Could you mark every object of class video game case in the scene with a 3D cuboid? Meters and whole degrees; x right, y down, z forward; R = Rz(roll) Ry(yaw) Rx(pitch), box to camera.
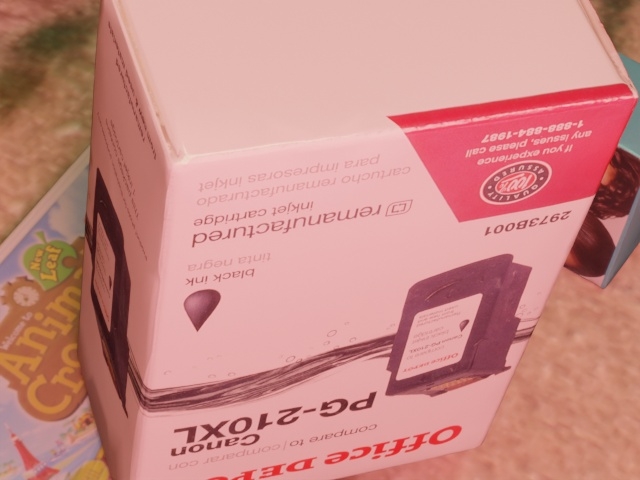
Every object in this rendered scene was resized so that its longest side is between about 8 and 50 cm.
[{"bbox_3d":[-0.073,0.052,0.778,0.193,0.023,0.212,25,51,12],"label":"video game case"}]

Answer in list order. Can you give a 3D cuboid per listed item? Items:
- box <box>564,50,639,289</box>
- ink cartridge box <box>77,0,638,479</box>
[{"bbox_3d":[0.065,-0.080,0.863,0.244,0.100,0.060,31,53,17],"label":"box"},{"bbox_3d":[0.000,0.000,0.664,0.172,0.237,0.100,-9,55,-18],"label":"ink cartridge box"}]
